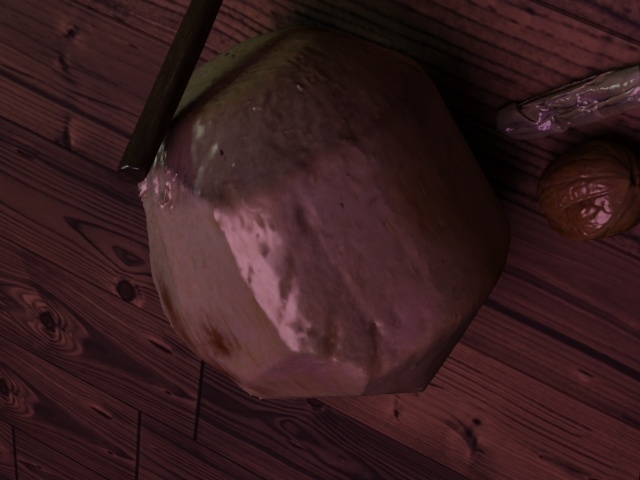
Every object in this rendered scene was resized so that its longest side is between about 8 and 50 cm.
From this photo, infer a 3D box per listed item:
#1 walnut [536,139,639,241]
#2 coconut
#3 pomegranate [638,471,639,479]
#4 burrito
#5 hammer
[{"bbox_3d":[0.272,-0.048,1.281,0.105,0.105,0.124,49,143,-13],"label":"walnut"},{"bbox_3d":[0.000,0.000,1.303,0.344,0.415,0.415,-17,117,25],"label":"coconut"},{"bbox_3d":[0.466,0.280,1.345,0.270,0.254,0.254,29,146,-29],"label":"pomegranate"},{"bbox_3d":[0.247,-0.130,1.265,0.185,0.041,0.045,-18,124,46],"label":"burrito"},{"bbox_3d":[-0.120,-0.205,1.218,0.111,0.365,0.043,-9,139,36],"label":"hammer"}]
